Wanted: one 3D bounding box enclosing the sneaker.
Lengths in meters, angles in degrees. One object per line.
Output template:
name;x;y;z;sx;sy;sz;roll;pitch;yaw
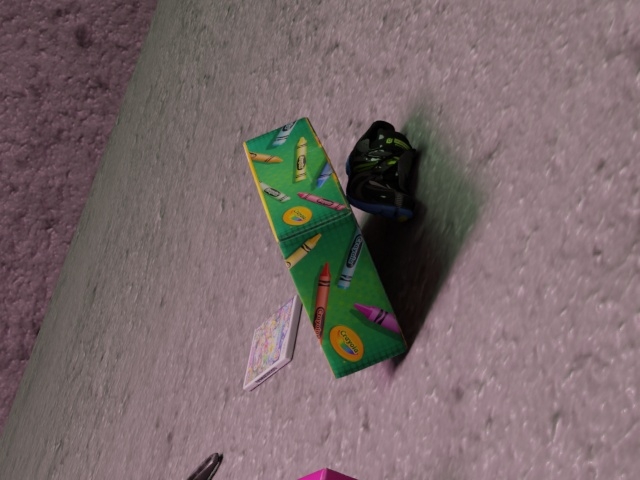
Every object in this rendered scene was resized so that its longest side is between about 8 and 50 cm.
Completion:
sneaker;0.066;-0.078;1.530;0.188;0.067;0.078;-100;31;-63

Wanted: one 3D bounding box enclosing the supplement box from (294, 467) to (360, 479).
supplement box;-0.008;0.288;1.262;0.220;0.114;0.111;-37;35;59

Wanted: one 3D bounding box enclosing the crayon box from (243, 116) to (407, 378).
crayon box;0.000;0.000;1.464;0.081;0.165;0.278;-23;26;0

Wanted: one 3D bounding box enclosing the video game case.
video game case;-0.059;0.127;1.736;0.122;0.011;0.087;-41;32;53

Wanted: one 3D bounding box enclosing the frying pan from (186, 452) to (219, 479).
frying pan;-0.236;0.400;1.843;0.326;0.053;0.197;-47;19;54
